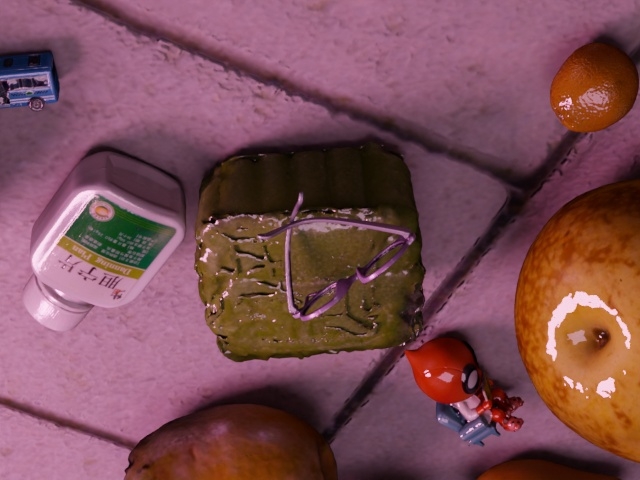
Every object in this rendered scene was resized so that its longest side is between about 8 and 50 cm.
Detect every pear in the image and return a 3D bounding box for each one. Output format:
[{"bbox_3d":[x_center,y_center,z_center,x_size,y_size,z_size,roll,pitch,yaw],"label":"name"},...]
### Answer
[{"bbox_3d":[0.321,0.074,1.796,0.280,0.281,0.281,-2,132,-2],"label":"pear"}]

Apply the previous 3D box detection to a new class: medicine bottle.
[{"bbox_3d":[-0.212,0.005,1.831,0.119,0.069,0.183,24,127,-25],"label":"medicine bottle"}]

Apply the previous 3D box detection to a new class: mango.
[{"bbox_3d":[0.246,0.284,2.098,0.184,0.085,0.102,-1,128,-16],"label":"mango"}]

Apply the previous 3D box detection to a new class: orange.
[{"bbox_3d":[0.244,-0.136,1.727,0.085,0.085,0.085,-2,132,-2],"label":"orange"}]

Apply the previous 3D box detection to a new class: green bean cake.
[{"bbox_3d":[-0.009,0.015,1.822,0.214,0.113,0.200,-3,132,1],"label":"green bean cake"}]

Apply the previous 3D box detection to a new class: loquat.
[{"bbox_3d":[-0.096,0.260,1.993,0.227,0.179,0.179,-11,131,6],"label":"loquat"}]

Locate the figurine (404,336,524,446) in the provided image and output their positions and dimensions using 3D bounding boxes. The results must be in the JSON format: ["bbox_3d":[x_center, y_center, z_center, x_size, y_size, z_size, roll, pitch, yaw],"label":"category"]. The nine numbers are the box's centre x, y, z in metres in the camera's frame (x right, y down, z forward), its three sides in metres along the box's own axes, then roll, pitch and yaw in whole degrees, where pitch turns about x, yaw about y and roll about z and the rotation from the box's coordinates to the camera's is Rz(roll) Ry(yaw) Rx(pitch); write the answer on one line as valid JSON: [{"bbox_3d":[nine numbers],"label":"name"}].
[{"bbox_3d":[0.142,0.150,1.984,0.075,0.068,0.140,-30,120,26],"label":"figurine"}]

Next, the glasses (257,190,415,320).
[{"bbox_3d":[0.000,0.000,1.715,0.140,0.062,0.104,-36,103,23],"label":"glasses"}]

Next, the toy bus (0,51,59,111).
[{"bbox_3d":[-0.275,-0.141,1.716,0.083,0.038,0.046,-5,127,-1],"label":"toy bus"}]
